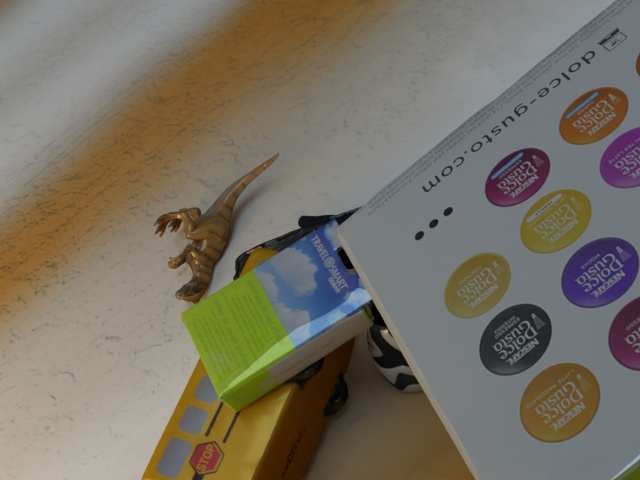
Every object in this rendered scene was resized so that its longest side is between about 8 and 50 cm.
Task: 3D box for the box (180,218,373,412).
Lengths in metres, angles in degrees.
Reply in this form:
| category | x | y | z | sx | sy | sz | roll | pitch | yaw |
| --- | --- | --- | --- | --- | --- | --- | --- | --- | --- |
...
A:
| category | x | y | z | sx | sy | sz | roll | pitch | yaw |
| --- | --- | --- | --- | --- | --- | --- | --- | --- | --- |
| box | -0.035 | 0.070 | 1.041 | 0.178 | 0.042 | 0.109 | -32 | 54 | 1 |

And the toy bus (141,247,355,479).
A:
| category | x | y | z | sx | sy | sz | roll | pitch | yaw |
| --- | --- | --- | --- | --- | --- | --- | --- | --- | --- |
| toy bus | -0.069 | 0.179 | 1.080 | 0.130 | 0.108 | 0.332 | 14 | 66 | 25 |

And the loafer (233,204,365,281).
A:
| category | x | y | z | sx | sy | sz | roll | pitch | yaw |
| --- | --- | --- | --- | --- | --- | --- | --- | --- | --- |
| loafer | 0.000 | 0.000 | 1.228 | 0.223 | 0.076 | 0.078 | -27 | 56 | 12 |

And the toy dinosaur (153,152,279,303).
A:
| category | x | y | z | sx | sy | sz | roll | pitch | yaw |
| --- | --- | --- | --- | --- | --- | --- | --- | --- | --- |
| toy dinosaur | -0.135 | -0.018 | 1.340 | 0.112 | 0.064 | 0.211 | 17 | 73 | 17 |

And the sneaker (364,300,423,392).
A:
| category | x | y | z | sx | sy | sz | roll | pitch | yaw |
| --- | --- | --- | --- | --- | --- | --- | --- | --- | --- |
| sneaker | 0.142 | 0.048 | 1.061 | 0.235 | 0.153 | 0.094 | -22 | 49 | 12 |

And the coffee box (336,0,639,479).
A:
| category | x | y | z | sx | sy | sz | roll | pitch | yaw |
| --- | --- | --- | --- | --- | --- | --- | --- | --- | --- |
| coffee box | 0.281 | 0.067 | 0.785 | 0.338 | 0.338 | 0.334 | -40 | 37 | 9 |
